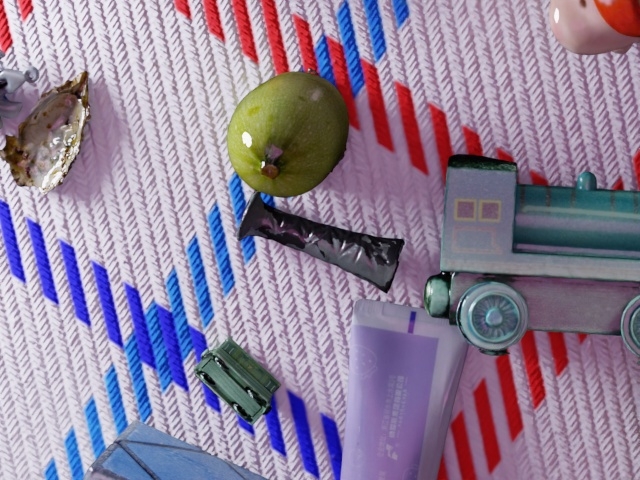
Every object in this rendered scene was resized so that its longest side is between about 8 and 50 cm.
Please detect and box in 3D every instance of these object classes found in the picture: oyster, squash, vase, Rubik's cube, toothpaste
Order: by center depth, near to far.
[{"bbox_3d":[-0.038,-0.098,1.610,0.123,0.187,0.123,2,104,8],"label":"squash"},{"bbox_3d":[-0.158,0.330,1.662,0.205,0.205,0.207,26,98,3],"label":"Rubik's cube"},{"bbox_3d":[0.000,0.000,1.677,0.167,0.059,0.059,19,99,4],"label":"vase"},{"bbox_3d":[0.070,0.251,1.695,0.125,0.080,0.371,8,93,4],"label":"toothpaste"},{"bbox_3d":[-0.274,-0.109,1.711,0.132,0.029,0.086,-37,98,6],"label":"oyster"}]

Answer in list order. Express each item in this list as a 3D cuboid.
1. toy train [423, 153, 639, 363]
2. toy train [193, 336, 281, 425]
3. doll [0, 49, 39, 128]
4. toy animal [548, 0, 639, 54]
[{"bbox_3d":[0.254,0.018,1.623,0.298,0.120,0.194,3,92,6],"label":"toy train"},{"bbox_3d":[-0.085,0.145,1.706,0.093,0.056,0.038,42,117,1],"label":"toy train"},{"bbox_3d":[-0.381,-0.153,1.698,0.195,0.070,0.096,-10,111,15],"label":"doll"},{"bbox_3d":[0.280,-0.256,1.542,0.171,0.198,0.171,0,93,3],"label":"toy animal"}]
